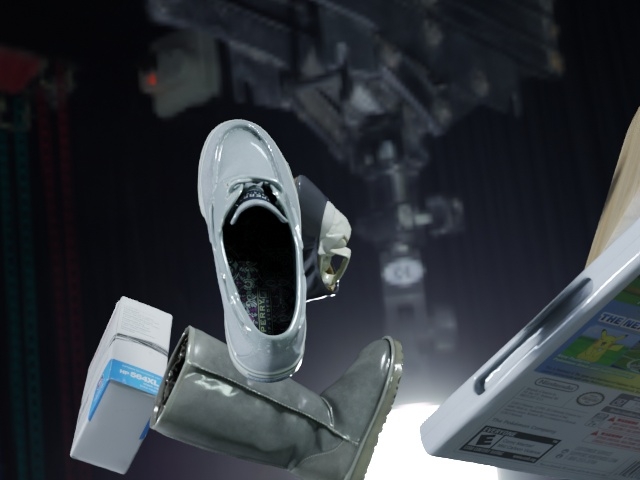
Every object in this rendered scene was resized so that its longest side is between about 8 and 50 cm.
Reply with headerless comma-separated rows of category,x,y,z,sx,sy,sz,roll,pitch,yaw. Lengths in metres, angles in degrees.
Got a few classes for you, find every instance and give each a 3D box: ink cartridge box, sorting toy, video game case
ink cartridge box,-0.275,0.199,1.846,0.085,0.203,0.148,21,-62,-13
sorting toy,0.371,-0.086,1.362,0.089,0.257,0.255,21,-33,5
video game case,0.294,0.109,1.093,0.329,0.036,0.300,15,-47,-31

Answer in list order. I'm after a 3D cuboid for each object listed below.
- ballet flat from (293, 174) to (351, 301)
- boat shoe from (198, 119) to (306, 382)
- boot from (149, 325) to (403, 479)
ballet flat,0.000,0.000,1.469,0.074,0.074,0.203,-5,-37,-4
boat shoe,-0.045,-0.008,1.003,0.079,0.228,0.081,-4,-30,-12
boot,-0.038,0.135,1.244,0.208,0.190,0.076,26,-33,-7
